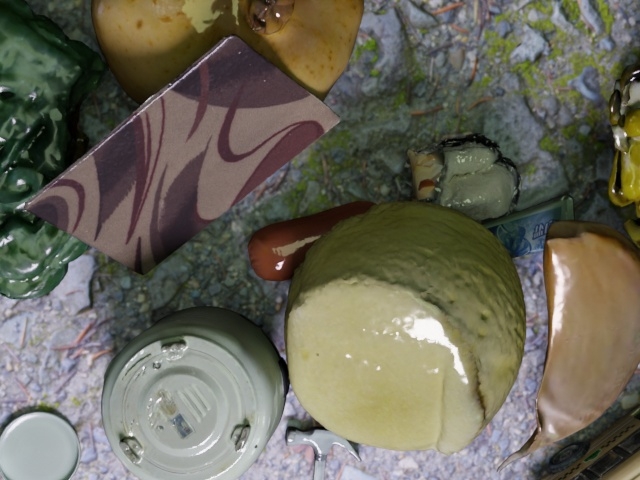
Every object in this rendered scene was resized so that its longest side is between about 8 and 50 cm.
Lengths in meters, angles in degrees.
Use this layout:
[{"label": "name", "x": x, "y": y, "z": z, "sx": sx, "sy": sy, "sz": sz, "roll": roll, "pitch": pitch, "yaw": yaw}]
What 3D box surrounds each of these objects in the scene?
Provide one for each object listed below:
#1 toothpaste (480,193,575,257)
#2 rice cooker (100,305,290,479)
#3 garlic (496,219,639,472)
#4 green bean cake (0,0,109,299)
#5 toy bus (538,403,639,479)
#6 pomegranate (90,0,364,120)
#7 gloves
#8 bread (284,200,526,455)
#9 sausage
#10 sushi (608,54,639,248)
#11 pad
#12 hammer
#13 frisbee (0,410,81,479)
[{"label": "toothpaste", "x": 0.218, "y": 0.005, "z": 2.011, "sx": 0.268, "sy": 0.047, "sz": 0.069, "roll": -15, "pitch": 84, "yaw": -11}, {"label": "rice cooker", "x": -0.154, "y": 0.196, "z": 1.860, "sx": 0.226, "sy": 0.244, "sz": 0.226, "roll": 0, "pitch": 97, "yaw": 3}, {"label": "garlic", "x": 0.325, "y": 0.132, "z": 1.974, "sx": 0.196, "sy": 0.151, "sz": 0.338, "roll": -1, "pitch": 109, "yaw": -36}, {"label": "green bean cake", "x": -0.377, "y": -0.117, "z": 1.849, "sx": 0.300, "sy": 0.169, "sz": 0.308, "roll": 38, "pitch": 86, "yaw": -9}, {"label": "toy bus", "x": 0.468, "y": 0.305, "z": 1.985, "sx": 0.365, "sy": 0.202, "sz": 0.177, "roll": -36, "pitch": 96, "yaw": -6}, {"label": "pomegranate", "x": -0.100, "y": -0.275, "z": 1.799, "sx": 0.342, "sy": 0.342, "sz": 0.342, "roll": 0, "pitch": 93, "yaw": -9}, {"label": "gloves", "x": 0.190, "y": -0.082, "z": 1.987, "sx": 0.153, "sy": 0.070, "sz": 0.114, "roll": -2, "pitch": 79, "yaw": -8}, {"label": "bread", "x": 0.108, "y": 0.109, "z": 1.886, "sx": 0.320, "sy": 0.237, "sz": 0.320, "roll": 7, "pitch": 122, "yaw": 11}, {"label": "sausage", "x": 0.000, "y": 0.000, "z": 1.961, "sx": 0.194, "sy": 0.077, "sz": 0.077, "roll": -16, "pitch": 95, "yaw": -8}, {"label": "sushi", "x": 0.514, "y": -0.142, "z": 1.943, "sx": 0.285, "sy": 0.329, "sz": 0.328, "roll": -26, "pitch": 109, "yaw": 26}, {"label": "pad", "x": -0.159, "y": -0.090, "z": 1.754, "sx": 0.330, "sy": 0.004, "sz": 0.220, "roll": -38, "pitch": 139, "yaw": 17}, {"label": "hammer", "x": -0.003, "y": 0.372, "z": 2.003, "sx": 0.103, "sy": 0.029, "sz": 0.246, "roll": 3, "pitch": 94, "yaw": -8}, {"label": "frisbee", "x": -0.366, "y": 0.276, "z": 1.947, "sx": 0.110, "sy": 0.014, "sz": 0.110, "roll": 0, "pitch": 92, "yaw": -8}]
